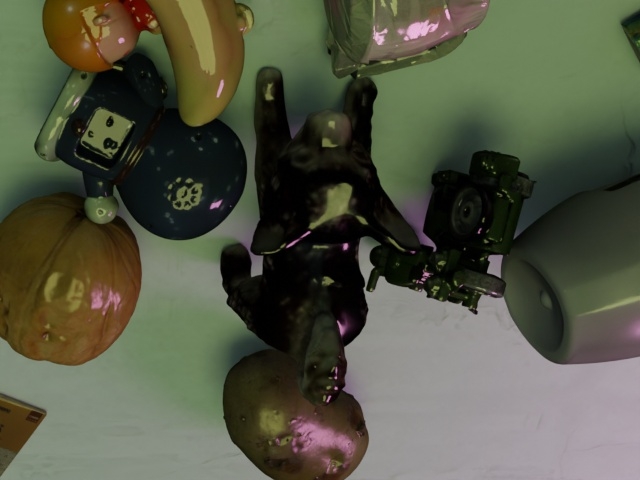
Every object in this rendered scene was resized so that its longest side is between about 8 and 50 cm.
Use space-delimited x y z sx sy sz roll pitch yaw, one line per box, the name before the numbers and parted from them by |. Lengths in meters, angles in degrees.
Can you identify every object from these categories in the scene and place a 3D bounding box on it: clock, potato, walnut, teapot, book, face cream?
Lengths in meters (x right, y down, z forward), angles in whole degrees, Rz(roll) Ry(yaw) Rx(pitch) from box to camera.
clock | -0.204 -0.098 1.424 0.243 0.146 0.200 30 99 -13
potato | -0.041 0.257 1.725 0.165 0.165 0.262 -39 128 18
walnut | -0.321 0.051 1.510 0.195 0.195 0.222 8 132 -15
teapot | 0.101 -0.261 1.363 0.178 0.163 0.222 -8 127 -13
book | -0.486 0.283 1.755 0.118 0.012 0.172 26 118 -26
face cream | 0.426 0.020 1.545 0.357 0.312 0.220 -20 90 -12

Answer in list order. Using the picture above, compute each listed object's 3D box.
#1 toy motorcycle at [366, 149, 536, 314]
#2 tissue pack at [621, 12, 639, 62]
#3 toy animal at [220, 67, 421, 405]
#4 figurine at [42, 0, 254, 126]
toy motorcycle | 0.163 -0.014 1.539 0.127 0.275 0.205 15 89 -21
tissue pack | 0.439 -0.246 1.479 0.111 0.079 0.085 -30 126 12
toy animal | 0.000 0.000 1.450 0.194 0.303 0.344 -1 127 -13
figurine | -0.200 -0.264 1.304 0.222 0.124 0.325 -22 113 4
